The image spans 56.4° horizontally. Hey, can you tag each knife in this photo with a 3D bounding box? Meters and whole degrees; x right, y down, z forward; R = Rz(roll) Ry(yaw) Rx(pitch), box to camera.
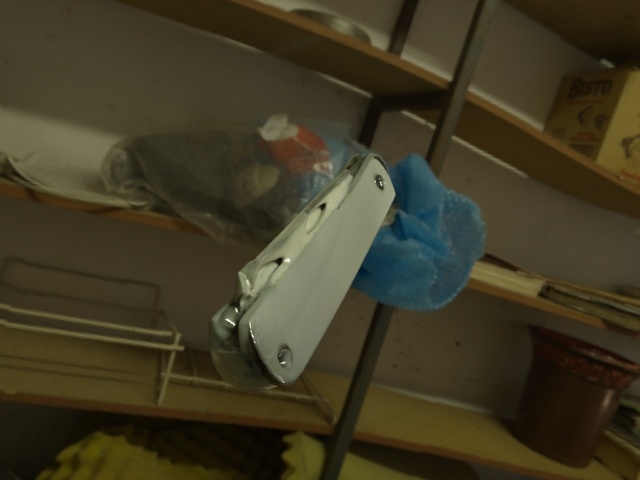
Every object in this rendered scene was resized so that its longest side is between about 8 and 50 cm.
[{"bbox_3d":[0.001,0.003,0.431,0.040,0.073,0.266,-8,25,29],"label":"knife"}]
